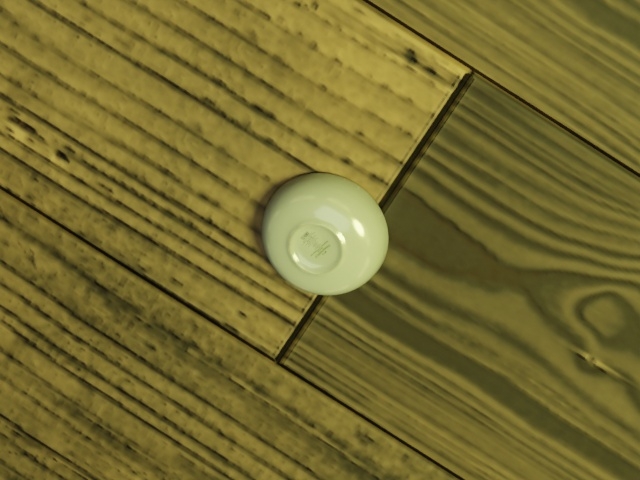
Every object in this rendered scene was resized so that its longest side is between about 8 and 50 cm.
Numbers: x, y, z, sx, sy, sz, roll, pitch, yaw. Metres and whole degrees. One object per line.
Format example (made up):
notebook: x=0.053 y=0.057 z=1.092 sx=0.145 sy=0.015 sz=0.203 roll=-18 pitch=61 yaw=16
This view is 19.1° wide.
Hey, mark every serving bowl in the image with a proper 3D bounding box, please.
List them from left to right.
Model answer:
serving bowl: x=0.000 y=0.000 z=1.206 sx=0.083 sy=0.027 sz=0.083 roll=6 pitch=114 yaw=13
